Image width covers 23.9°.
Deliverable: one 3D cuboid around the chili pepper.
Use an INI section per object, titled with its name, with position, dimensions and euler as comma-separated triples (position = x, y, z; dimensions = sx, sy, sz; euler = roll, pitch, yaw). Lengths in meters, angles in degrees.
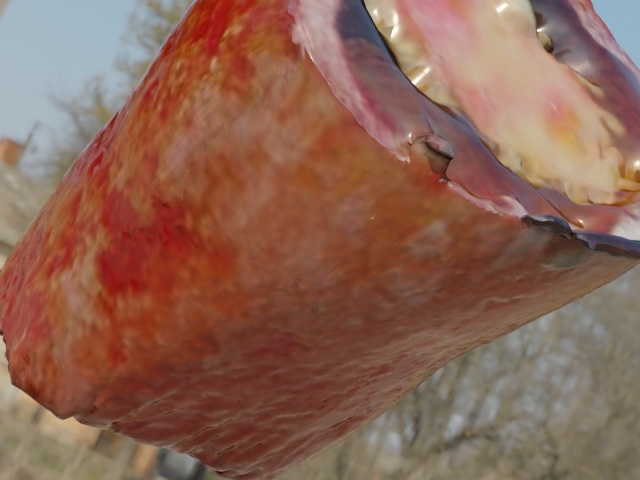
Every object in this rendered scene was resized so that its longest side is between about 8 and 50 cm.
[chili pepper]
position = 0.000, 0.000, 0.710
dimensions = 0.229, 0.305, 0.251
euler = 49, 28, 9
